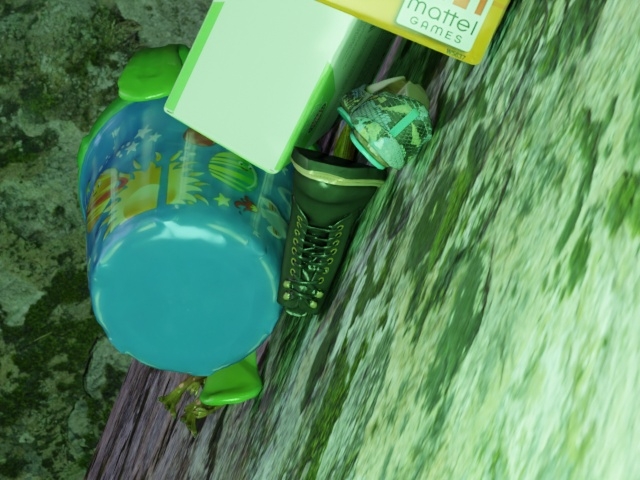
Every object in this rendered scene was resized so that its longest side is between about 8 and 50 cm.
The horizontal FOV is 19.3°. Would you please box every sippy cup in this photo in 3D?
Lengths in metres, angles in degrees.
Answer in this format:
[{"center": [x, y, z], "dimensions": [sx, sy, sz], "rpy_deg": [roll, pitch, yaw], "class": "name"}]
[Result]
[{"center": [-0.113, -0.004, 1.683], "dimensions": [0.240, 0.305, 0.224], "rpy_deg": [-42, 21, 21], "class": "sippy cup"}]

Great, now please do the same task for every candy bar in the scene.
[{"center": [0.024, -0.087, 1.742], "dimensions": [0.161, 0.018, 0.040], "rpy_deg": [-77, 14, -52], "class": "candy bar"}]

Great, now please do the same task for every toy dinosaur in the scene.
[{"center": [-0.110, 0.148, 1.984], "dimensions": [0.112, 0.064, 0.211], "rpy_deg": [-38, 14, 5], "class": "toy dinosaur"}]

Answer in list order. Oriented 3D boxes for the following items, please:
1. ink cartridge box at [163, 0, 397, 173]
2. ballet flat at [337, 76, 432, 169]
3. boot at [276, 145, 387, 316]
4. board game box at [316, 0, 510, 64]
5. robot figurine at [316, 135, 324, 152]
[{"center": [-0.004, -0.195, 1.588], "dimensions": [0.198, 0.115, 0.273], "rpy_deg": [-63, -6, 22], "class": "ink cartridge box"}, {"center": [0.054, -0.092, 1.410], "dimensions": [0.188, 0.070, 0.070], "rpy_deg": [-111, 42, -77], "class": "ballet flat"}, {"center": [0.000, 0.000, 1.505], "dimensions": [0.198, 0.077, 0.137], "rpy_deg": [17, -91, -84], "class": "boot"}, {"center": [0.016, -0.391, 1.306], "dimensions": [0.356, 0.356, 0.356], "rpy_deg": [-85, 18, -67], "class": "board game box"}, {"center": [-0.088, -0.029, 1.998], "dimensions": [0.211, 0.085, 0.291], "rpy_deg": [19, 88, 53], "class": "robot figurine"}]
